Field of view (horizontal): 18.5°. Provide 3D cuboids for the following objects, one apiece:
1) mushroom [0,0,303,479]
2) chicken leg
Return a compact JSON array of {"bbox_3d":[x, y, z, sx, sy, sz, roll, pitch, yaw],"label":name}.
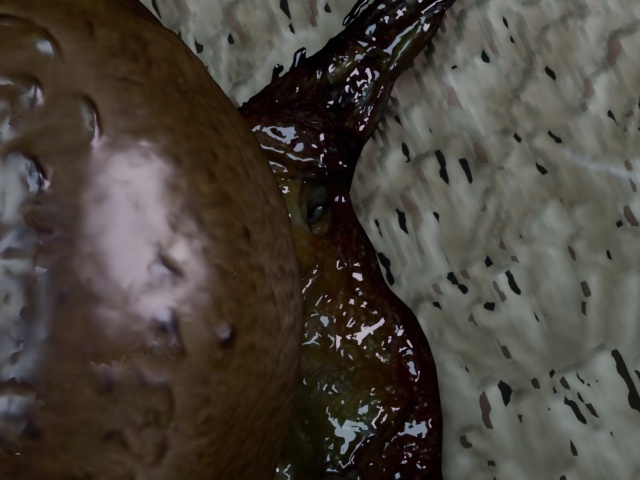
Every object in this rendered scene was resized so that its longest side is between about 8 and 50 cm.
[{"bbox_3d":[-0.122,0.031,0.537,0.253,0.153,0.253,1,91,41],"label":"mushroom"},{"bbox_3d":[0.000,0.000,0.589,0.106,0.051,0.253,5,74,11],"label":"chicken leg"}]
